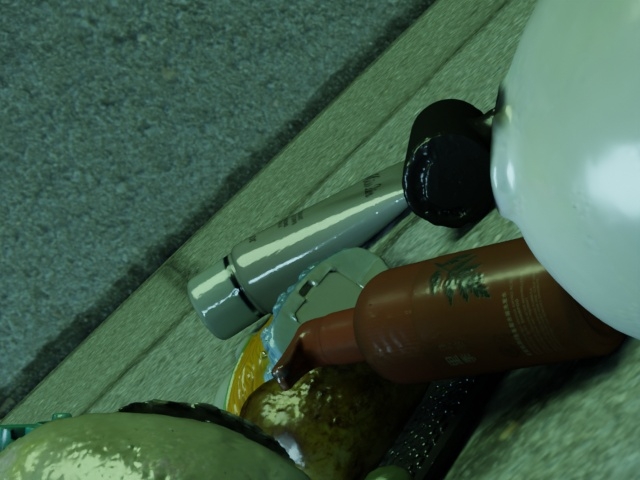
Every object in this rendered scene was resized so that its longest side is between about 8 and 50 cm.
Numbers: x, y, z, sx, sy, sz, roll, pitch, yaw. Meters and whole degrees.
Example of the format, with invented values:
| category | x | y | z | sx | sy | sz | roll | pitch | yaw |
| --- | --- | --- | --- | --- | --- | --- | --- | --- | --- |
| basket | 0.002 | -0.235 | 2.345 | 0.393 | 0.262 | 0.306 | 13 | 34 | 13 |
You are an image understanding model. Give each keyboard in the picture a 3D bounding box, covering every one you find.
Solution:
| category | x | y | z | sx | sy | sz | roll | pitch | yaw |
| --- | --- | --- | --- | --- | --- | --- | --- | --- | --- |
| keyboard | 0.071 | 0.133 | 1.046 | 0.087 | 0.017 | 0.250 | -32 | 15 | 51 |

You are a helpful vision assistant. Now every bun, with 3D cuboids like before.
| category | x | y | z | sx | sy | sz | roll | pitch | yaw |
| --- | --- | --- | --- | --- | --- | --- | --- | --- | --- |
| bun | -0.094 | 0.204 | 0.803 | 0.239 | 0.239 | 0.141 | -38 | 5 | 27 |

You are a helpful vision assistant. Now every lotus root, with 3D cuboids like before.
| category | x | y | z | sx | sy | sz | roll | pitch | yaw |
| --- | --- | --- | --- | --- | --- | --- | --- | --- | --- |
| lotus root | 0.022 | 0.110 | 1.134 | 0.108 | 0.094 | 0.190 | 23 | 56 | 41 |

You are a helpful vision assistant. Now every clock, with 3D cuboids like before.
| category | x | y | z | sx | sy | sz | roll | pitch | yaw |
| --- | --- | --- | --- | --- | --- | --- | --- | --- | --- |
| clock | -0.011 | 0.099 | 1.261 | 0.231 | 0.103 | 0.144 | -47 | -13 | -41 |

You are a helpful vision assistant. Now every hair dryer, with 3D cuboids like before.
| category | x | y | z | sx | sy | sz | roll | pitch | yaw |
| --- | --- | --- | --- | --- | --- | --- | --- | --- | --- |
| hair dryer | 0.192 | -0.119 | 1.495 | 0.251 | 0.089 | 0.197 | -32 | 10 | 12 |

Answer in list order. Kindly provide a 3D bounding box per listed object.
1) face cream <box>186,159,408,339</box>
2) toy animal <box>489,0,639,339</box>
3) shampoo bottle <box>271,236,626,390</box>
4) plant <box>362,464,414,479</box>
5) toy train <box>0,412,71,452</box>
| category | x | y | z | sx | sy | sz | roll | pitch | yaw |
| --- | --- | --- | --- | --- | --- | --- | --- | --- | --- |
| face cream | 0.000 | 0.000 | 1.747 | 0.314 | 0.089 | 0.143 | -31 | 12 | 7 |
| toy animal | 0.190 | -0.021 | 0.516 | 0.212 | 0.267 | 0.212 | -44 | 5 | 4 |
| shampoo bottle | 0.079 | 0.051 | 1.013 | 0.244 | 0.085 | 0.085 | -16 | 26 | 39 |
| plant | -0.011 | 0.196 | 0.921 | 0.174 | 0.087 | 0.085 | -35 | -23 | 1 |
| toy train | -0.203 | 0.204 | 1.397 | 0.154 | 0.197 | 0.107 | 171 | 100 | -67 |
